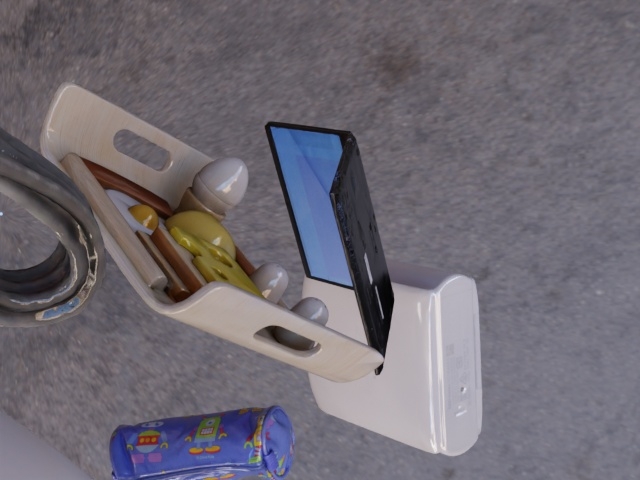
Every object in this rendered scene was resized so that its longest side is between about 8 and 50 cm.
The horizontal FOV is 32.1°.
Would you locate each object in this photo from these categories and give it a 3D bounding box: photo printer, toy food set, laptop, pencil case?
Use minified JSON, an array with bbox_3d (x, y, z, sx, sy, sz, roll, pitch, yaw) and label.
[{"bbox_3d":[0.088,0.149,1.593,0.107,0.308,0.256,-14,107,-38],"label":"photo printer"},{"bbox_3d":[-0.092,-0.011,0.962,0.092,0.306,0.220,-51,139,9],"label":"toy food set"},{"bbox_3d":[0.000,0.000,1.326,0.137,0.264,0.234,-9,116,14],"label":"laptop"},{"bbox_3d":[-0.196,0.342,1.783,0.306,0.133,0.119,-11,121,17],"label":"pencil case"}]

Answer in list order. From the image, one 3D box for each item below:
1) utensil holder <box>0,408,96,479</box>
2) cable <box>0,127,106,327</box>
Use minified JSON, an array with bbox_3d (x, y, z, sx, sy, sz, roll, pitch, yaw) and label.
[{"bbox_3d":[-0.403,0.441,1.470,0.385,0.327,0.327,32,81,17],"label":"utensil holder"},{"bbox_3d":[-0.142,-0.056,0.359,0.140,0.072,0.287,-21,133,-21],"label":"cable"}]
